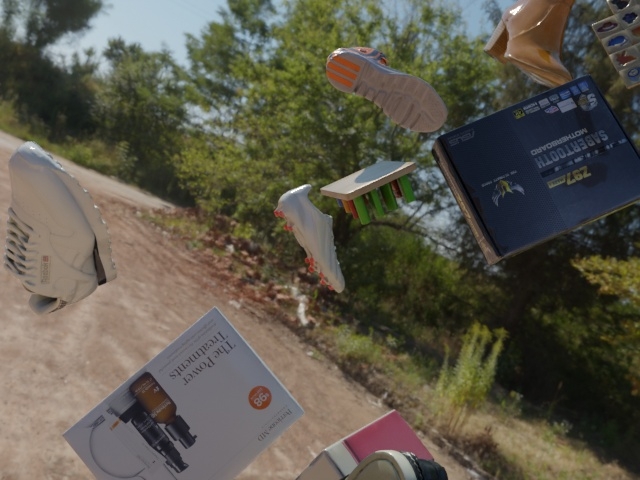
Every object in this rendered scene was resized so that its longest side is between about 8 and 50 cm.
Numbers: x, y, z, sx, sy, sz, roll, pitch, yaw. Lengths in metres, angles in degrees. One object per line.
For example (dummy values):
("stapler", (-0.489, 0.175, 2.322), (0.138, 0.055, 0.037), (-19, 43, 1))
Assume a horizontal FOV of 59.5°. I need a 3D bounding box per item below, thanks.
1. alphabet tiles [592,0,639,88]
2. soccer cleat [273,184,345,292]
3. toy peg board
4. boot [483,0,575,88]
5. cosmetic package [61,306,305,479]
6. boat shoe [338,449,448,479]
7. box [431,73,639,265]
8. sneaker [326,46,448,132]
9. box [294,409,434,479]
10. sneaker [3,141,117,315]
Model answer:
("alphabet tiles", (0.842, -0.505, 1.345), (0.285, 0.342, 0.011), (-21, -32, 20))
("soccer cleat", (0.000, 0.000, 0.925), (0.196, 0.076, 0.068), (59, -14, -20))
("toy peg board", (0.107, -0.100, 1.178), (0.079, 0.161, 0.160), (69, -15, -15))
("boot", (0.452, -0.429, 1.099), (0.104, 0.211, 0.295), (24, 23, -27))
("cosmetic package", (-0.264, 0.362, 1.121), (0.284, 0.377, 0.097), (48, -11, 3))
("boat shoe", (0.056, 0.398, 0.796), (0.113, 0.340, 0.127), (8, 38, -35))
("box", (0.293, -0.095, 0.748), (0.059, 0.233, 0.183), (78, -11, -77))
("sneaker", (0.171, -0.394, 1.385), (0.321, 0.124, 0.180), (29, 32, -9))
("box", (0.078, 0.438, 1.044), (0.232, 0.148, 0.127), (-7, 50, -50))
("sneaker", (-0.274, 0.001, 0.568), (0.090, 0.095, 0.235), (43, -30, 21))
